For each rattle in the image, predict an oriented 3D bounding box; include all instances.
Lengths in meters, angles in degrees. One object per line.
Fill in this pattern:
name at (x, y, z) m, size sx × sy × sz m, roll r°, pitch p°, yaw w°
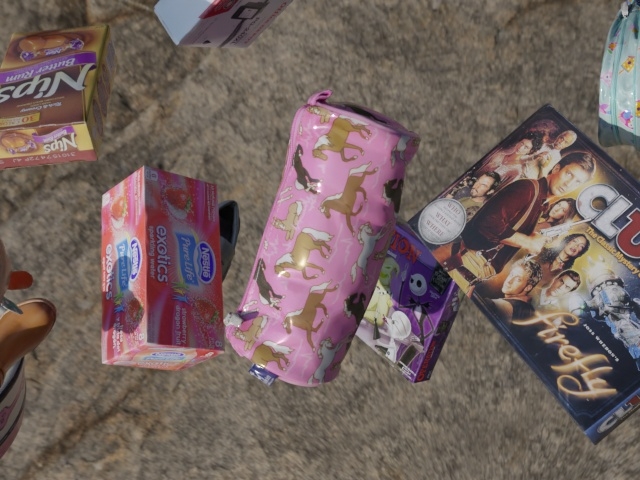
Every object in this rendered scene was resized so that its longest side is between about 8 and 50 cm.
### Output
rattle at (-0.468, 0.053, 1.171) m, size 0.142 × 0.199 × 0.130 m, roll -9°, pitch 95°, yaw -5°

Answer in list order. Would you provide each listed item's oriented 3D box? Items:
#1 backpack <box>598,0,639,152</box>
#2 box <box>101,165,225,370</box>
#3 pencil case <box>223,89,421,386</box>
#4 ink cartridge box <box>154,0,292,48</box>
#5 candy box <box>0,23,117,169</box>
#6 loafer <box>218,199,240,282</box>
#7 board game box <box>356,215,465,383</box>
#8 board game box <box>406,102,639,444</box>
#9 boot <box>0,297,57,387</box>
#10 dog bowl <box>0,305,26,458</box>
backpack at (0.313, -0.150, 0.819) m, size 0.115 × 0.152 × 0.182 m, roll -4°, pitch 35°, yaw 28°
box at (-0.259, 0.050, 1.485) m, size 0.142 × 0.154 × 0.300 m, roll -26°, pitch 60°, yaw 43°
pencil case at (0.000, 0.000, 1.209) m, size 0.160 × 0.167 × 0.386 m, roll 28°, pitch 104°, yaw 38°
ink cartridge box at (-0.117, -0.301, 1.144) m, size 0.109 × 0.150 × 0.063 m, roll -38°, pitch 78°, yaw 31°
candy box at (-0.279, -0.154, 0.947) m, size 0.109 × 0.053 × 0.187 m, roll -6°, pitch 45°, yaw 0°
loafer at (-0.229, 0.031, 1.792) m, size 0.111 × 0.112 × 0.319 m, roll -42°, pitch 25°, yaw 33°
board game box at (0.083, 0.051, 1.484) m, size 0.347 × 0.056 × 0.208 m, roll 38°, pitch 115°, yaw 39°
board game box at (0.203, 0.017, 0.737) m, size 0.165 × 0.042 × 0.243 m, roll -41°, pitch 54°, yaw 5°
boot at (-0.458, 0.174, 1.289) m, size 0.197 × 0.152 × 0.073 m, roll -41°, pitch 111°, yaw 1°
dog bowl at (-0.667, 0.263, 1.465) m, size 0.407 × 0.150 × 0.408 m, roll -3°, pitch 36°, yaw 2°
